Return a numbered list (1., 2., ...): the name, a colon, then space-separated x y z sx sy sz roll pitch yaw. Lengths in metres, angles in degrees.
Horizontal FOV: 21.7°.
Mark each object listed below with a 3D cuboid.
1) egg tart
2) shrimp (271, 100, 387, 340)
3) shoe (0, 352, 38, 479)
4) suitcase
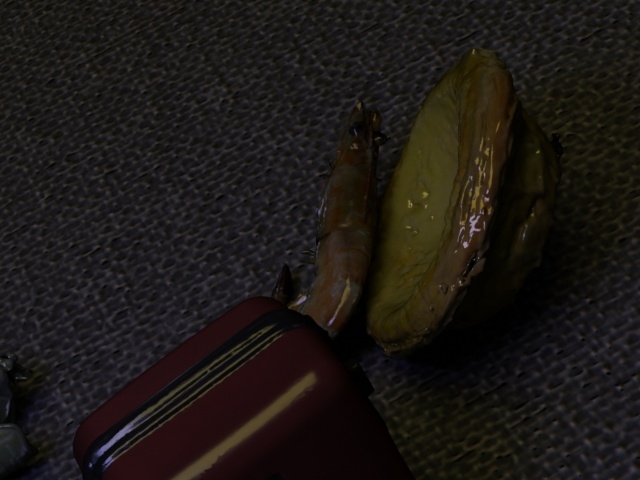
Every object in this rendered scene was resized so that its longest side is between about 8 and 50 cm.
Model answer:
1. egg tart: 0.137 -0.026 1.562 0.120 0.315 0.315 18 50 -14
2. shrimp: 0.000 0.000 1.657 0.169 0.058 0.296 -30 38 46
3. shoe: -0.368 0.144 1.700 0.149 0.109 0.293 -24 49 -4
4. suitcase: -0.041 0.216 1.363 0.236 0.297 0.161 -37 38 -8
